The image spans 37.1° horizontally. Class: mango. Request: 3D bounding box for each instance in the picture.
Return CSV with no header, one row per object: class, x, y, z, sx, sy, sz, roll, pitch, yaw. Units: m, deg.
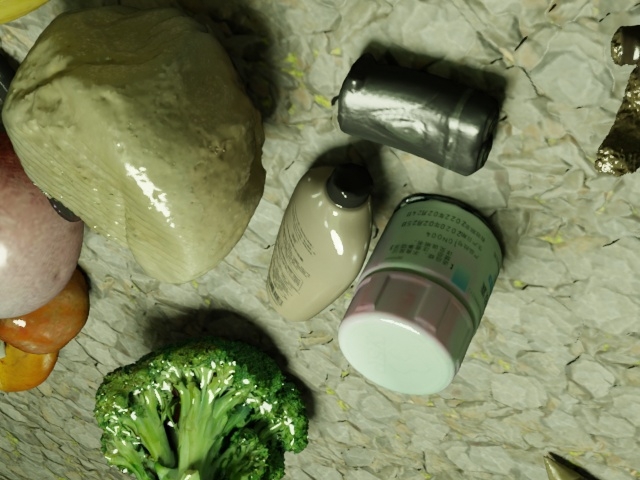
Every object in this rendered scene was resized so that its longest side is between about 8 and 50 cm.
mango,-0.479,0.151,1.511,0.141,0.102,0.217,44,143,24

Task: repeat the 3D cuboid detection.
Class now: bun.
bun,-0.164,-0.111,0.935,0.282,0.204,0.281,29,155,15

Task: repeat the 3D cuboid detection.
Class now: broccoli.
broccoli,-0.165,0.262,1.309,0.308,0.275,0.307,0,123,0

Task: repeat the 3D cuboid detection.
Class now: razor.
razor,0.088,-0.116,0.882,0.148,0.054,0.090,20,141,13

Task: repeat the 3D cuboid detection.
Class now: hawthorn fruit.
hawthorn fruit,-0.423,0.097,1.350,0.149,0.189,0.149,20,116,50

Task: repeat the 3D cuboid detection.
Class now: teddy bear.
teddy bear,0.276,-0.127,0.742,0.119,0.078,0.160,10,119,-3

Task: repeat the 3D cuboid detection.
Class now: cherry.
cherry,-0.408,-0.021,1.183,0.239,0.206,0.239,28,144,23

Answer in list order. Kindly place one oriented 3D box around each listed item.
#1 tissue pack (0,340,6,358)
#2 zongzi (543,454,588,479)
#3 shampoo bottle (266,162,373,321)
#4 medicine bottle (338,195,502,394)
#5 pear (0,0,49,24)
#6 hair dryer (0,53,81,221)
tissue pack,-0.565,0.085,1.372,0.125,0.159,0.234,4,109,33
zongzi,0.339,0.372,1.277,0.178,0.081,0.189,45,159,14
shampoo bottle,0.000,0.000,1.029,0.078,0.127,0.257,-10,155,-20
medicine bottle,0.102,0.057,0.974,0.135,0.168,0.135,18,140,16
pear,-0.295,-0.322,0.677,0.348,0.348,0.348,18,141,15
hair dryer,-0.315,-0.139,1.105,0.248,0.114,0.070,50,136,6
